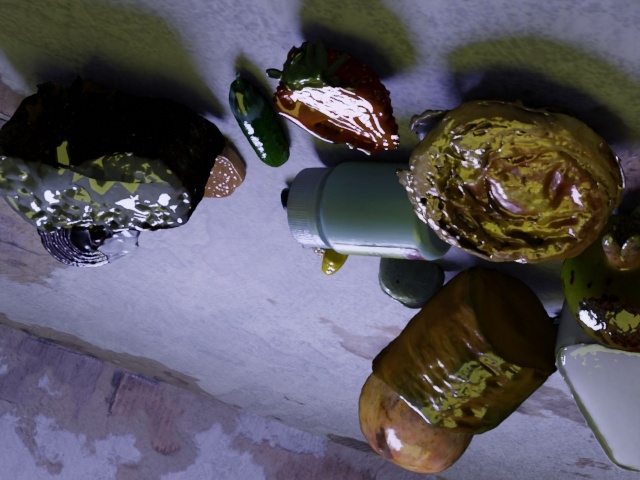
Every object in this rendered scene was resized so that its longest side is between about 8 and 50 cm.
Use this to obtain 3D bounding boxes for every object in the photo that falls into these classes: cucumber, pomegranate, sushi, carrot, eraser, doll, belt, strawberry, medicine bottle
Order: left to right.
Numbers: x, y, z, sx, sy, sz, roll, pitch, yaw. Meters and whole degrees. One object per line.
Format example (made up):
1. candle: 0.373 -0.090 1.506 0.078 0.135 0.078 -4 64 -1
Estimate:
1. belt: -0.409 -0.065 1.824 0.184 0.164 0.289 -7 160 -10
2. sushi: -0.324 -0.137 1.517 0.349 0.207 0.234 4 144 17
3. cucumber: -0.088 -0.163 1.460 0.056 0.056 0.250 10 158 19
4. doll: 0.001 -0.002 1.798 0.113 0.071 0.135 28 159 27
5. strawberry: 0.023 -0.185 1.275 0.192 0.085 0.140 15 152 -9
6. medicine bottle: 0.077 -0.045 1.505 0.225 0.139 0.139 4 155 30
7. pomegranate: 0.226 0.390 2.326 0.281 0.281 0.281 15 159 6
8. carrot: 0.251 0.200 1.767 0.242 0.241 0.340 23 133 -15
9. eraser: 0.520 0.201 1.682 0.331 0.150 0.331 10 134 11
10. pomegranate: 0.433 0.038 1.394 0.198 0.198 0.246 15 135 5

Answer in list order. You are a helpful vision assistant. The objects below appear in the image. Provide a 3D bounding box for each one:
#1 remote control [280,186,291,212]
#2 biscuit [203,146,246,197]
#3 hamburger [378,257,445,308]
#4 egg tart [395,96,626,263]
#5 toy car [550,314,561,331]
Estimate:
1. remote control: 0.037 -0.055 1.647 0.222 0.042 0.072 6 159 28
2. biscuit: -0.196 -0.118 1.688 0.142 0.029 0.221 20 160 -12
3. hamburger: 0.157 0.074 1.822 0.121 0.084 0.054 15 157 2
4. egg tart: 0.239 -0.093 1.304 0.297 0.132 0.297 9 144 6
5. toy car: 0.539 0.241 1.902 0.141 0.097 0.320 -8 132 48
